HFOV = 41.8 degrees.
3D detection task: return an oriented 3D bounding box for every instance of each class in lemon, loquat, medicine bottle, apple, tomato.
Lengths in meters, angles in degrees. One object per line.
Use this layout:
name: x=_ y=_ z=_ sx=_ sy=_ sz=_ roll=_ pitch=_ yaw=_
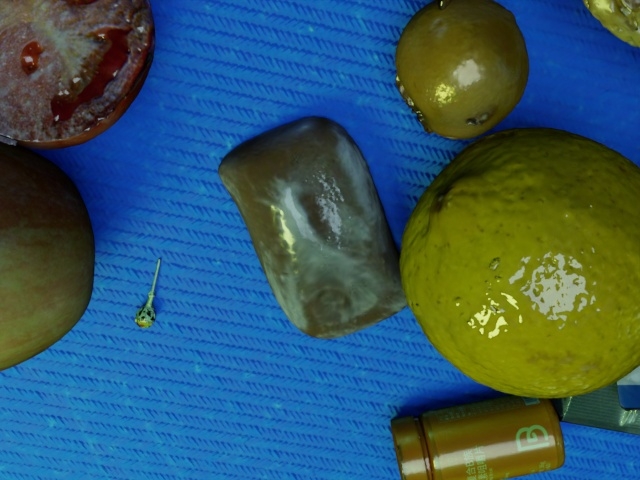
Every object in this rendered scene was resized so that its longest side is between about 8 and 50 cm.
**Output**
lemon: x=0.219 y=0.023 z=0.841 sx=0.293 sy=0.293 sz=0.293 roll=-1 pitch=110 yaw=-3
loquat: x=0.142 y=-0.172 z=0.836 sx=0.141 sy=0.141 sz=0.141 roll=-1 pitch=110 yaw=-3
medicine bottle: x=0.185 y=0.242 z=1.003 sx=0.192 sy=0.096 sz=0.096 roll=-10 pitch=110 yaw=-1
apple: x=-0.346 y=0.008 z=0.808 sx=0.234 sy=0.257 sz=0.257 roll=-13 pitch=112 yaw=-24
tomato: x=-0.271 y=-0.189 z=0.803 sx=0.225 sy=0.085 sz=0.225 roll=1 pitch=82 yaw=-9

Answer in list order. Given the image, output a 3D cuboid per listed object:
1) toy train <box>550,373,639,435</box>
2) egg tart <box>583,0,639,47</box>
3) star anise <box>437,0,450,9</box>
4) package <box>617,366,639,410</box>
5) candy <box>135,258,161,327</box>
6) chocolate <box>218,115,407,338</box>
toy train: x=0.483 y=0.202 z=0.998 sx=0.409 sy=0.089 sz=0.086 roll=11 pitch=109 yaw=-2
egg tart: x=0.390 y=-0.312 z=0.791 sx=0.351 sy=0.153 sz=0.339 roll=22 pitch=106 yaw=-11
star anise: x=0.133 y=-0.311 z=0.726 sx=0.148 sy=0.346 sz=0.237 roll=16 pitch=118 yaw=-44
package: x=0.415 y=0.111 z=0.961 sx=0.171 sy=0.027 sz=0.173 roll=3 pitch=70 yaw=-5
candy: x=-0.194 y=0.060 z=0.956 sx=0.023 sy=0.025 sz=0.083 roll=14 pitch=96 yaw=4
chocolate: x=0.002 y=0.000 z=0.913 sx=0.157 sy=0.080 sz=0.254 roll=-22 pitch=109 yaw=4
